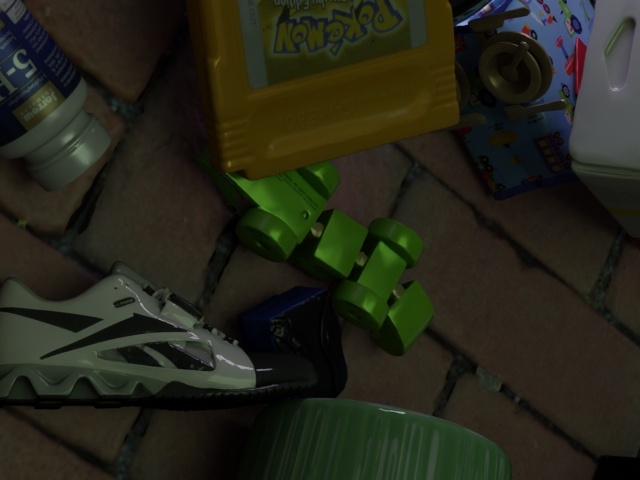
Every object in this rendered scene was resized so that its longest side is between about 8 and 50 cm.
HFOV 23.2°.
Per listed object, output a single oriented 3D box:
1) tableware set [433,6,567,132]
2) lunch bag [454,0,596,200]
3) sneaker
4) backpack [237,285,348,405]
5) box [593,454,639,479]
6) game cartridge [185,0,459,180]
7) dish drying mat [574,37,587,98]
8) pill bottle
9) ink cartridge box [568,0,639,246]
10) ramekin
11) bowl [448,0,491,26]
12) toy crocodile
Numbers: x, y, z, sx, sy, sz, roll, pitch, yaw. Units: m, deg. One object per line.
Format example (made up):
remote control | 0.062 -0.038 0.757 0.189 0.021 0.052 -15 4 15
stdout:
tableware set | 0.168 -0.178 1.746 0.039 0.194 0.128 -47 119 -44
lunch bag | 0.276 -0.225 1.882 0.293 0.138 0.221 -45 110 -39
sneaker | -0.158 0.091 1.515 0.330 0.122 0.146 5 75 -19
backpack | -0.028 0.118 1.648 0.098 0.101 0.120 -26 107 -31
box | 0.514 0.410 1.905 0.294 0.296 0.183 34 68 -30
game cartridge | 0.004 -0.240 1.567 0.285 0.052 0.324 -17 111 -24
dish drying mat | 0.305 -0.195 1.817 0.032 0.008 0.083 37 47 -40
pill bottle | -0.286 -0.142 1.468 0.187 0.112 0.112 52 61 -22
ink cartridge box | 0.439 -0.153 1.863 0.384 0.160 0.279 30 70 -62
ramekin | 0.051 0.269 1.585 0.303 0.303 0.148 26 65 -32
bowl | 0.081 -0.397 1.639 0.391 0.077 0.391 -9 110 -27
toy crocodile | 0.000 0.000 1.684 0.340 0.105 0.115 39 66 -23
